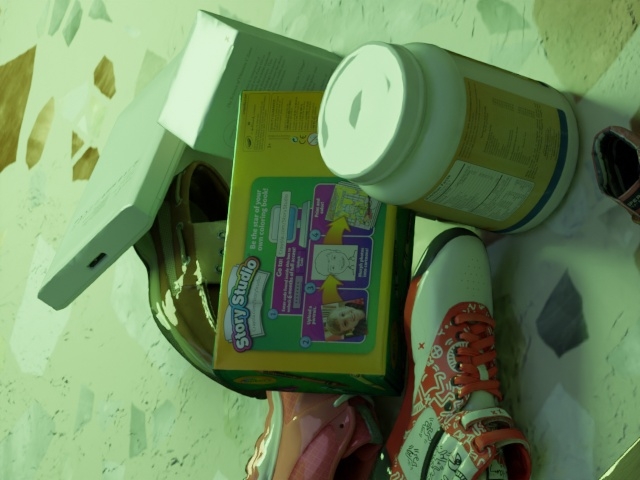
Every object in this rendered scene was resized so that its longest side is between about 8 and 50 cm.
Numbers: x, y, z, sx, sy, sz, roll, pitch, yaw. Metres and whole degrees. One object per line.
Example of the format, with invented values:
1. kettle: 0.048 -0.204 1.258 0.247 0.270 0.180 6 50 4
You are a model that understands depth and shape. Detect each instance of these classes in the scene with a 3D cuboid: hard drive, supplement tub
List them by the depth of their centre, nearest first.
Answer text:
1. supplement tub: 0.112 -0.092 1.697 0.144 0.199 0.144 -23 60 48
2. hard drive: -0.209 -0.082 2.156 0.203 0.040 0.307 -40 22 40

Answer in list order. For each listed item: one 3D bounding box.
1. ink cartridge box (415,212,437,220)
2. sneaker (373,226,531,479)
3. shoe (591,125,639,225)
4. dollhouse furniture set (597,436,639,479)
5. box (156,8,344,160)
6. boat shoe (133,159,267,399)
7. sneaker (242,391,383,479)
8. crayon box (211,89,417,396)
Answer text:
1. ink cartridge box: 0.109 -0.067 1.841 0.083 0.028 0.048 -62 38 18
2. sneaker: 0.136 0.131 1.688 0.145 0.090 0.270 18 97 54
3. shoe: 0.277 -0.018 1.549 0.063 0.081 0.178 -49 44 33
4. dollhouse furniture set: 0.318 0.305 1.305 0.303 0.173 0.356 -52 41 30
5. box: -0.059 -0.146 1.975 0.091 0.170 0.130 35 106 53
6. boat shoe: -0.113 0.029 2.036 0.120 0.122 0.324 -53 41 21
7. sneaker: 0.012 0.157 1.853 0.136 0.116 0.314 -1 83 42
8. crayon box: 0.000 0.000 1.798 0.165 0.081 0.278 1 75 16
